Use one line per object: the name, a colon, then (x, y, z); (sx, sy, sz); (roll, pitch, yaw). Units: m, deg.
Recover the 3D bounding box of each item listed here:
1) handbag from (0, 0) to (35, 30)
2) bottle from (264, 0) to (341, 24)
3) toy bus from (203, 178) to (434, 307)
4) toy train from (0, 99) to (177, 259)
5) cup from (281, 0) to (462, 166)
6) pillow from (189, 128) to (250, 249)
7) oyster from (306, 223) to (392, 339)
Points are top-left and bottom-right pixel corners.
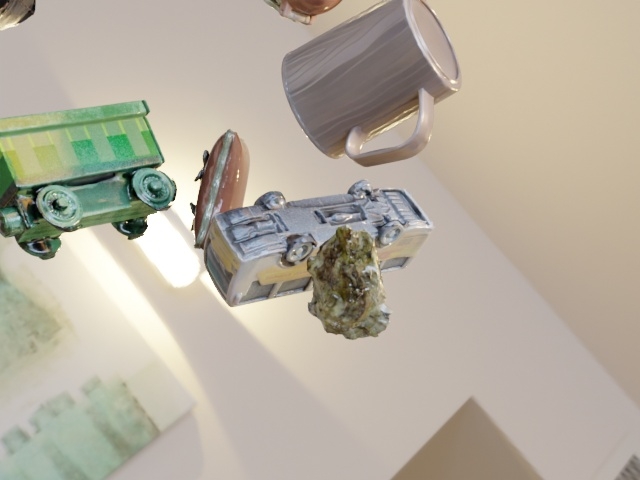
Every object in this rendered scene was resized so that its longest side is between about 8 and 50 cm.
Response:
handbag: (-0.509, -0.355, 1.242); (0.169, 0.215, 0.155); (-151, -130, -77)
bottle: (-0.048, -0.396, 1.260); (0.236, 0.147, 0.148); (45, -35, 33)
toy bus: (0.000, 0.000, 1.264); (0.097, 0.342, 0.138); (56, -41, 28)
toy train: (-0.356, -0.094, 1.343); (0.120, 0.300, 0.202); (-34, -102, 45)
cup: (0.086, -0.276, 1.596); (0.273, 0.288, 0.208); (-25, -60, 26)
pillow: (-0.151, -0.074, 1.358); (0.075, 0.171, 0.179); (13, -90, 3)
oyster: (0.028, 0.052, 1.138); (0.108, 0.053, 0.166); (2, -69, 21)
